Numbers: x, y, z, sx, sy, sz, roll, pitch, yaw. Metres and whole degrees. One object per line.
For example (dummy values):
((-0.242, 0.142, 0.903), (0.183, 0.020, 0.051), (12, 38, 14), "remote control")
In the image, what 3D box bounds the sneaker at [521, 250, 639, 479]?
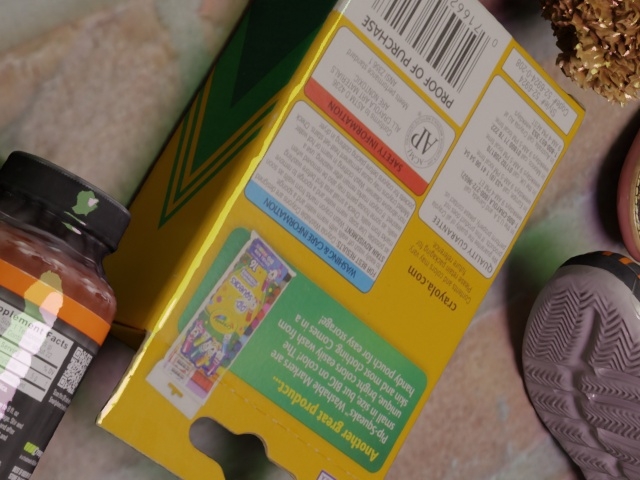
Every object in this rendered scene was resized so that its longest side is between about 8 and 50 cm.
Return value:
((0.250, 0.093, 1.253), (0.180, 0.124, 0.321), (-47, 135, -26), "sneaker")

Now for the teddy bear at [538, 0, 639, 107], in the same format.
((0.133, -0.246, 1.078), (0.338, 0.113, 0.245), (36, 66, -25), "teddy bear")

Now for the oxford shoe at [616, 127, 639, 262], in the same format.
((0.348, -0.088, 1.269), (0.348, 0.130, 0.123), (-36, 120, -28), "oxford shoe")

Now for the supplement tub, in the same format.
((-0.170, 0.057, 0.899), (0.106, 0.106, 0.198), (36, 76, -38), "supplement tub")

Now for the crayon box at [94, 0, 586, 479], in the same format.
((0.000, 0.000, 1.038), (0.203, 0.083, 0.323), (40, 74, -37), "crayon box")
